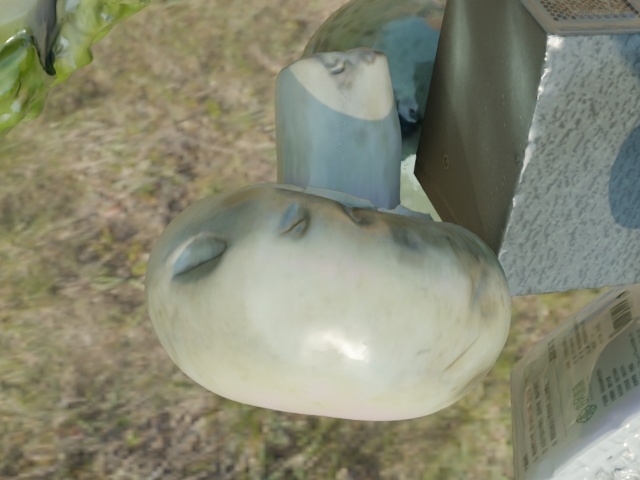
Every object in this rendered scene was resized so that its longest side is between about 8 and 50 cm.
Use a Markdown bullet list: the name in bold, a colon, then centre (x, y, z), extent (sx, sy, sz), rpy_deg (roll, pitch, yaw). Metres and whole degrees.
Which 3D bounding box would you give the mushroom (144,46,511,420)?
- **mushroom**: centre (-0.003, 0.032, 1.510), extent (0.353, 0.325, 0.353), rpy_deg (12, 54, -17)

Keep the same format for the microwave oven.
- **microwave oven**: centre (0.357, -0.153, 1.634), extent (0.432, 0.236, 0.374), rpy_deg (-5, 127, -18)

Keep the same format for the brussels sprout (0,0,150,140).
- **brussels sprout**: centre (-0.392, -0.256, 1.540), extent (0.425, 0.361, 0.342), rpy_deg (-37, 103, -17)

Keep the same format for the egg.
- **egg**: centre (0.141, -0.148, 1.937), extent (0.428, 0.345, 0.345), rpy_deg (12, 75, -55)

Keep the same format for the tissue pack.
- **tissue pack**: centre (0.371, 0.214, 1.861), extent (0.194, 0.266, 0.356), rpy_deg (46, 19, -13)
